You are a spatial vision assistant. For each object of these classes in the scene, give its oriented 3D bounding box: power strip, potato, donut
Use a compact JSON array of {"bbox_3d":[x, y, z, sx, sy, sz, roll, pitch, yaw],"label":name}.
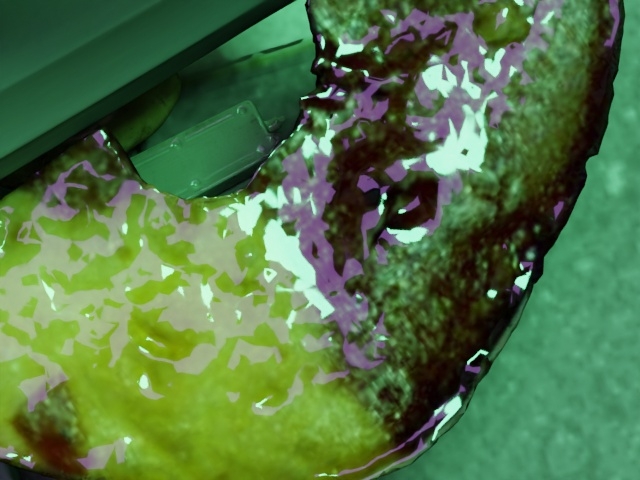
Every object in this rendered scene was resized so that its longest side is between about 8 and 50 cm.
[{"bbox_3d":[-0.050,-0.028,0.746,0.083,0.017,0.027,-27,79,-1],"label":"power strip"},{"bbox_3d":[-0.094,-0.048,0.742,0.083,0.040,0.051,-27,56,-9],"label":"potato"},{"bbox_3d":[0.000,0.000,0.683,0.295,0.112,0.151,-35,93,1],"label":"donut"}]

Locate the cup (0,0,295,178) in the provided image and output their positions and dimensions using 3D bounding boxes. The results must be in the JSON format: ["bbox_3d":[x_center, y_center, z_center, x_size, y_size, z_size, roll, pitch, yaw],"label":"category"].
[{"bbox_3d":[-0.143,-0.110,0.573,0.327,0.323,0.236,-34,116,-34],"label":"cup"}]

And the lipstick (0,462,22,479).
[{"bbox_3d":[-0.144,0.055,0.733,0.025,0.025,0.107,-25,70,-2],"label":"lipstick"}]
